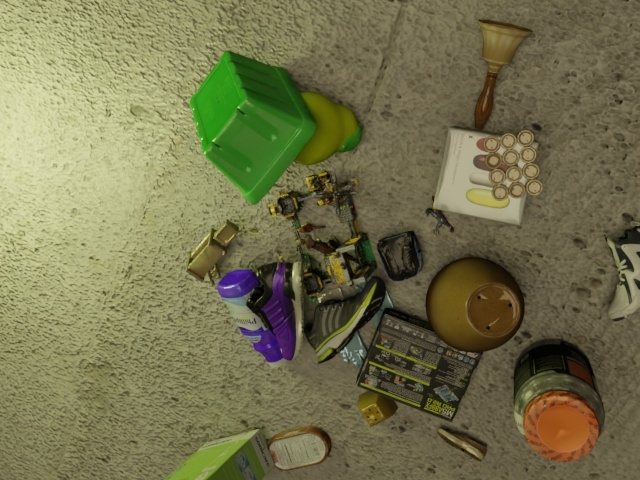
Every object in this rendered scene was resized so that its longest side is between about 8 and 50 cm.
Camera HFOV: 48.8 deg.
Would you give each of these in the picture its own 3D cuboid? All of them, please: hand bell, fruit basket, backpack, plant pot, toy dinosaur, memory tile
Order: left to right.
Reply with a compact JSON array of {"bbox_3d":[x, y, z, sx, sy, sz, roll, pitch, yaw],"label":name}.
[{"bbox_3d":[-0.098,-0.264,1.706,0.392,0.392,0.283,42,108,4],"label":"fruit basket"},{"bbox_3d":[0.146,0.446,1.875,0.081,0.083,0.082,-32,91,19],"label":"plant pot"},{"bbox_3d":[0.206,0.040,1.777,0.104,0.084,0.115,-17,91,18],"label":"backpack"},{"bbox_3d":[0.303,-0.055,1.757,0.082,0.047,0.090,20,96,-8],"label":"toy dinosaur"},{"bbox_3d":[0.376,0.156,1.635,0.236,0.254,0.237,0,88,2],"label":"plant pot"},{"bbox_3d":[0.399,-0.378,1.644,0.126,0.126,0.242,15,115,12],"label":"hand bell"},{"bbox_3d":[0.423,-0.165,1.557,0.113,0.012,0.148,-10,97,16],"label":"memory tile"}]

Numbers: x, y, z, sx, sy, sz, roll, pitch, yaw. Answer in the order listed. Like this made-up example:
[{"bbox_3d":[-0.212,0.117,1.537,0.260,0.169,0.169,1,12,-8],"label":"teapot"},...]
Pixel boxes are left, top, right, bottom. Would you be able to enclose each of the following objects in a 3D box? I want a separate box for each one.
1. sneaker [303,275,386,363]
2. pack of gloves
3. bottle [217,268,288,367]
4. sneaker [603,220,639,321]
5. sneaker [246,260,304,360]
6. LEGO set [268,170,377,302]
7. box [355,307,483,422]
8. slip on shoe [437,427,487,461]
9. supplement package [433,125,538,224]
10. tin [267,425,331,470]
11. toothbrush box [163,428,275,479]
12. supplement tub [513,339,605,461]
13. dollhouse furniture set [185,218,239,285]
[{"bbox_3d":[0.052,0.188,1.808,0.121,0.111,0.300,47,119,14],"label":"sneaker"},{"bbox_3d":[0.110,0.223,1.861,0.195,0.046,0.232,-25,94,17],"label":"pack of gloves"},{"bbox_3d":[-0.167,0.211,1.878,0.118,0.092,0.283,-3,122,42],"label":"bottle"},{"bbox_3d":[0.703,0.060,1.643,0.153,0.094,0.235,34,107,8],"label":"sneaker"},{"bbox_3d":[-0.114,0.175,1.784,0.146,0.102,0.294,2,120,1],"label":"sneaker"},{"bbox_3d":[0.000,0.000,1.768,0.254,0.192,0.332,-7,99,16],"label":"LEGO set"},{"bbox_3d":[0.253,0.320,1.817,0.269,0.060,0.216,20,106,3],"label":"box"},{"bbox_3d":[0.373,0.527,1.855,0.135,0.051,0.041,28,67,16],"label":"slip on shoe"},{"bbox_3d":[0.387,-0.156,1.655,0.203,0.149,0.194,11,103,13],"label":"supplement package"},{"bbox_3d":[-0.062,0.586,1.986,0.189,0.040,0.106,-18,92,18],"label":"tin"},{"bbox_3d":[-0.289,0.645,1.912,0.206,0.283,0.122,-22,95,28],"label":"toothbrush box"},{"bbox_3d":[0.544,0.366,1.629,0.193,0.316,0.194,3,102,15],"label":"supplement tub"},{"bbox_3d":[-0.245,0.040,1.915,0.161,0.101,0.182,37,109,-20],"label":"dollhouse furniture set"}]
